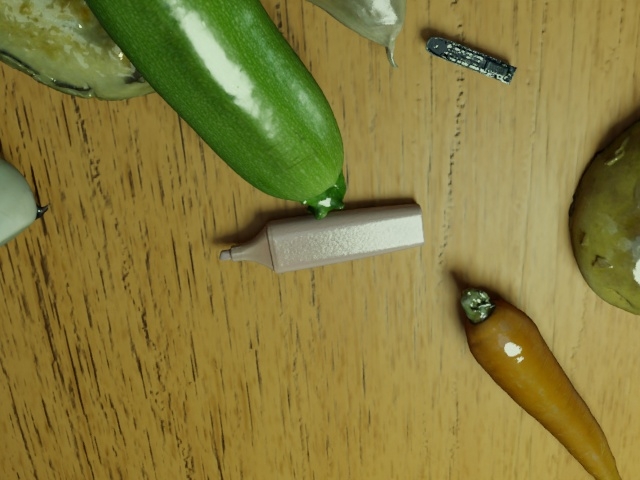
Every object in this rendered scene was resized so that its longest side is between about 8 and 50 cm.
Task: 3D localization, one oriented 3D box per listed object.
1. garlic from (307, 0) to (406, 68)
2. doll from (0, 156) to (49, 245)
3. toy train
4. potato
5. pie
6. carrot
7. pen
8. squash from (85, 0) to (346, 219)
[{"bbox_3d":[0.025,-0.218,0.587,0.152,0.066,0.084,25,135,-19],"label":"garlic"},{"bbox_3d":[-0.336,-0.055,0.624,0.181,0.107,0.110,44,142,-21],"label":"doll"},{"bbox_3d":[0.130,-0.159,0.633,0.083,0.017,0.017,19,109,-9],"label":"toy train"},{"bbox_3d":[0.323,-0.016,0.663,0.164,0.081,0.200,7,115,-5],"label":"potato"},{"bbox_3d":[-0.180,-0.244,0.576,0.274,0.055,0.274,0,113,0],"label":"pie"},{"bbox_3d":[0.240,0.166,0.747,0.069,0.069,0.336,-36,111,13],"label":"carrot"},{"bbox_3d":[0.000,0.000,0.692,0.197,0.032,0.053,-8,113,0],"label":"pen"},{"bbox_3d":[-0.081,-0.144,0.542,0.107,0.107,0.395,-28,133,11],"label":"squash"}]
